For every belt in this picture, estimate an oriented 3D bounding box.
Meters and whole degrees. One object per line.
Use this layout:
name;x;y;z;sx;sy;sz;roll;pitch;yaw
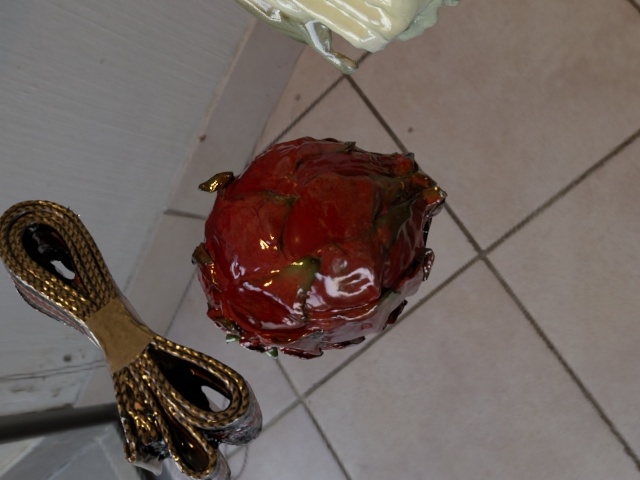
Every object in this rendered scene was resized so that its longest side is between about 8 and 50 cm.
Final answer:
belt;-0.201;0.094;0.772;0.126;0.094;0.359;-41;68;-13

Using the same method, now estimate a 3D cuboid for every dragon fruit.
dragon fruit;0.000;0.000;0.844;0.299;0.244;0.244;-35;66;-15

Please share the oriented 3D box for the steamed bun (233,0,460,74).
steamed bun;0.007;-0.283;0.360;0.290;0.273;0.272;30;77;12
